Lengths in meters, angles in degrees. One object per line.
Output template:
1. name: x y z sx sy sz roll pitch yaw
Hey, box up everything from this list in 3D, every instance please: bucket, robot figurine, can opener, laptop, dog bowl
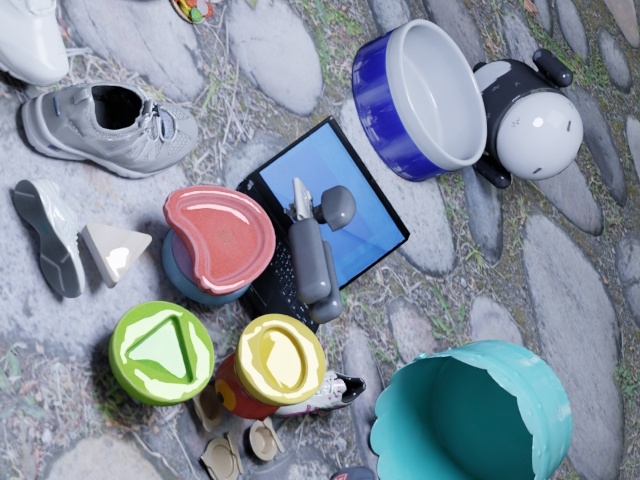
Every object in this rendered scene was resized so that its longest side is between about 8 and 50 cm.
1. bucket: 0.229 0.283 2.155 0.183 0.281 0.281 -18 88 -57
2. robot figurine: 0.359 -0.221 2.625 0.278 0.174 0.209 -127 -157 -53
3. can opener: 0.000 0.000 1.943 0.074 0.093 0.280 58 16 -31
4. laptop: -0.009 -0.001 2.075 0.234 0.136 0.264 55 31 -20
5. dog bowl: 0.171 -0.237 2.489 0.265 0.104 0.265 31 49 -44

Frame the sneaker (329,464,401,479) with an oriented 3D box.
1. sneaker: 0.022 0.377 1.948 0.350 0.131 0.148 18 52 -57

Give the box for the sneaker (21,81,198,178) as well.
1. sneaker: -0.239 -0.144 1.844 0.281 0.115 0.105 -3 76 -55

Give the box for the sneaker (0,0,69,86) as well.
1. sneaker: -0.374 -0.327 1.740 0.111 0.129 0.297 -37 105 -57

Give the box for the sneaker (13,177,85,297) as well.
1. sneaker: -0.308 -0.006 1.731 0.061 0.054 0.152 -21 90 -59

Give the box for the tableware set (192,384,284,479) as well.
1. tableware set: -0.114 0.238 1.907 0.169 0.020 0.141 -27 96 -57

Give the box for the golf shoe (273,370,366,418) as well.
1. golf shoe: -0.012 0.202 2.003 0.186 0.086 0.067 6 64 -57

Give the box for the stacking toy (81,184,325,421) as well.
1. stacking toy: -0.169 0.097 1.854 0.279 0.130 0.309 -7 68 -31

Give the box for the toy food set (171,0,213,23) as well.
1. toy food set: -0.188 -0.354 2.114 0.082 0.020 0.083 56 35 -20
